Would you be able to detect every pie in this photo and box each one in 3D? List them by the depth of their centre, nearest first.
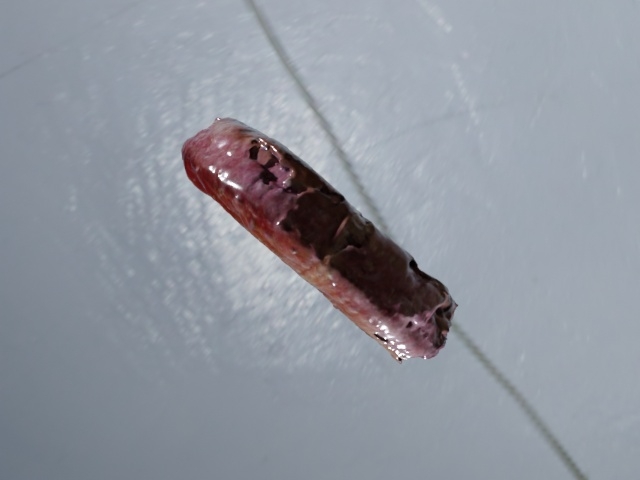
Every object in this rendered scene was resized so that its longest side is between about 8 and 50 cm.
[{"bbox_3d":[0.000,0.000,1.054,0.204,0.219,0.054,42,88,-20],"label":"pie"}]
